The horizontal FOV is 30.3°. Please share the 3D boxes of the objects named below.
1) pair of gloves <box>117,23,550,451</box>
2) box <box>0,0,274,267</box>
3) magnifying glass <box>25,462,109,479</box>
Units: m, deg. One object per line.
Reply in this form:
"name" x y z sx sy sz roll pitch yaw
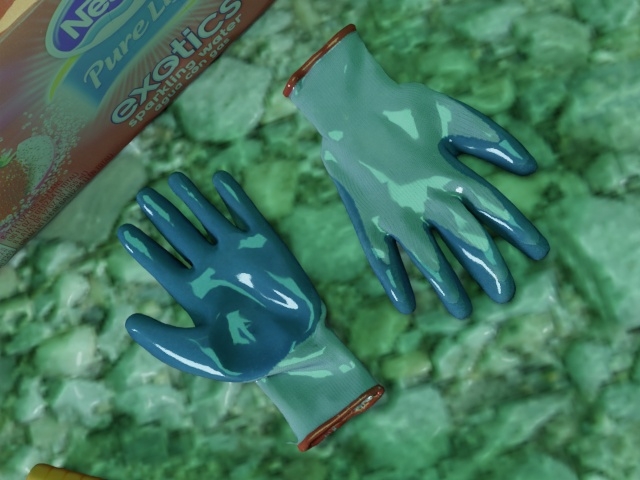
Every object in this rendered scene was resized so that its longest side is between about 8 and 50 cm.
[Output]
"pair of gloves" 0.000 0.000 0.557 0.198 0.023 0.159 -41 70 2
"box" -0.126 -0.145 0.557 0.300 0.142 0.154 -43 72 2
"magnifying glass" -0.028 0.140 0.531 0.231 0.026 0.092 11 81 17
